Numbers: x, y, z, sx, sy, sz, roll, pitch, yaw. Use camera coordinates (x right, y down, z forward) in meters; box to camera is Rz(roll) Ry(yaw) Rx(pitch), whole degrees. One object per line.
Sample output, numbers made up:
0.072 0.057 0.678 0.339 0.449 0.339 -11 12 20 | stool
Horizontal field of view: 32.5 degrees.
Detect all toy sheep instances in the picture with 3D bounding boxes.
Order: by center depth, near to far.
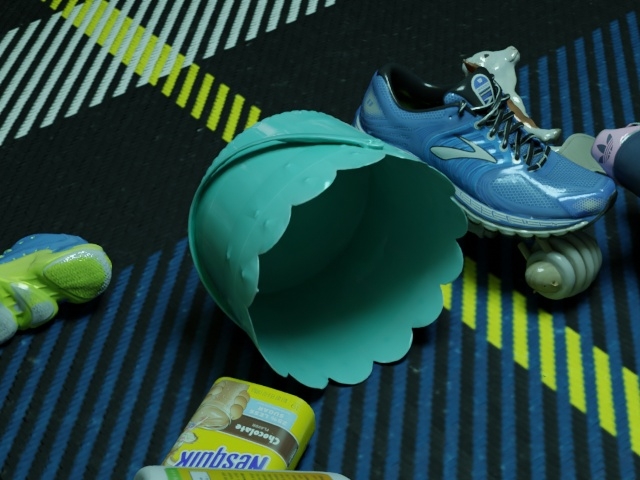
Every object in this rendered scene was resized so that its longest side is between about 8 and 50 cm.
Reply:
0.286 0.022 1.288 0.132 0.091 0.091 -29 46 -34 | toy sheep

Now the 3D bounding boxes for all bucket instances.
0.000 0.000 1.204 0.281 0.281 0.183 -23 37 -22 | bucket

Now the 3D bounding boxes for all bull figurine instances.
0.213 -0.136 1.462 0.188 0.101 0.310 27 57 27 | bull figurine

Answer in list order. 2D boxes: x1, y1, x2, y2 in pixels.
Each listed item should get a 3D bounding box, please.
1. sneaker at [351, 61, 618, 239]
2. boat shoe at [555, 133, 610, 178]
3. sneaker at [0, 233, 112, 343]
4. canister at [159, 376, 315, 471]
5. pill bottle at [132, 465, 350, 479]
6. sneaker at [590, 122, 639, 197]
0.187 -0.113 1.274 0.330 0.147 0.130 24 36 17 | sneaker
0.323 -0.085 1.420 0.075 0.065 0.206 47 36 14 | boat shoe
-0.371 0.057 1.317 0.240 0.091 0.126 -16 23 -13 | sneaker
-0.090 0.223 1.090 0.126 0.073 0.170 13 41 18 | canister
-0.038 0.265 0.935 0.245 0.136 0.136 6 37 -20 | pill bottle
0.437 -0.109 1.332 0.131 0.112 0.319 31 20 28 | sneaker
